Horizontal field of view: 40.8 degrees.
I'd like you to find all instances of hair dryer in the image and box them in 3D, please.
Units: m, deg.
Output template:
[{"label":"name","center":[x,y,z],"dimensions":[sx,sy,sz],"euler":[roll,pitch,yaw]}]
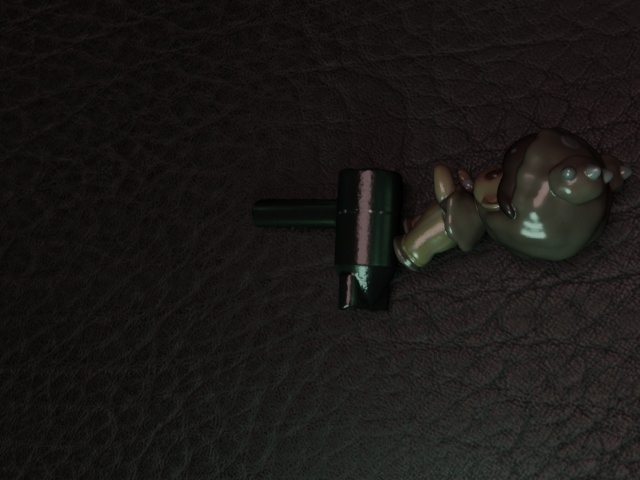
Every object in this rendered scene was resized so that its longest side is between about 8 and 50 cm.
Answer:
[{"label":"hair dryer","center":[0.000,0.000,1.546],"dimensions":[0.302,0.116,0.244],"euler":[2,84,32]}]

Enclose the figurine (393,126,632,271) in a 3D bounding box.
[{"label":"figurine","center":[0.297,-0.049,1.378],"dimensions":[0.381,0.248,0.203],"euler":[-19,82,30]}]
